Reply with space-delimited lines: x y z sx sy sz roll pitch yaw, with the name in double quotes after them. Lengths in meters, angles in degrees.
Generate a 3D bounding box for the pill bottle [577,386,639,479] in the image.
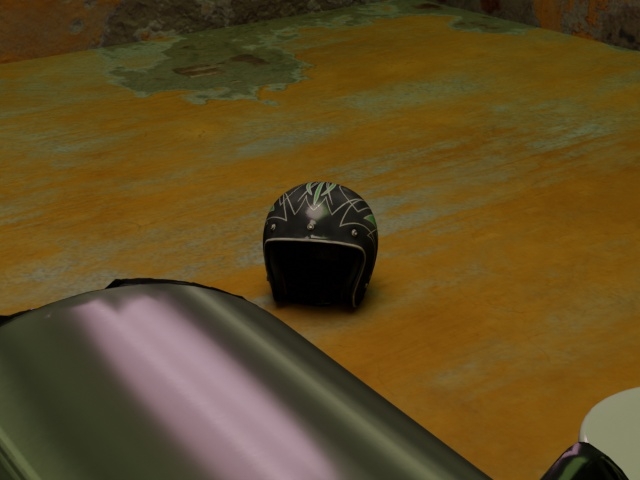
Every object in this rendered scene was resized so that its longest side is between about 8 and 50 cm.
0.214 0.266 0.712 0.188 0.334 0.188 1 23 0 "pill bottle"

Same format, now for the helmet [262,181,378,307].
0.000 0.000 1.552 0.169 0.161 0.169 0 23 0 "helmet"

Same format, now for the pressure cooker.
-0.043 0.251 0.573 0.375 0.369 0.420 -4 22 -36 "pressure cooker"
